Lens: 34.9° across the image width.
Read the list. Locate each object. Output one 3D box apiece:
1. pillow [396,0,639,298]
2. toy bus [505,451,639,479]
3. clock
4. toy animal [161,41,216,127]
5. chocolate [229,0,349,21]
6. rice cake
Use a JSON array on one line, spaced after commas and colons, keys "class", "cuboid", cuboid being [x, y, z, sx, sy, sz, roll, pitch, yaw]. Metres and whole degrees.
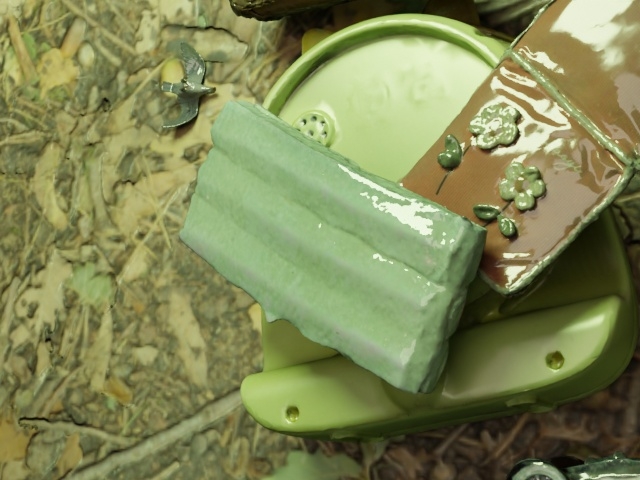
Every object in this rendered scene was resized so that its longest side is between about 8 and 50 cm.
[{"class": "pillow", "cuboid": [0.158, -0.082, 0.639, 0.232, 0.043, 0.126, -49, 63, 12]}, {"class": "toy bus", "cuboid": [0.092, 0.231, 0.701, 0.342, 0.097, 0.138, -15, 74, 24]}, {"class": "clock", "cuboid": [0.064, -0.034, 0.767, 0.286, 0.117, 0.348, -16, 71, 23]}, {"class": "toy animal", "cuboid": [-0.119, -0.142, 0.936, 0.050, 0.028, 0.084, 7, 82, 37]}, {"class": "chocolate", "cuboid": [0.057, -0.219, 0.786, 0.329, 0.065, 0.102, -1, 33, 47]}, {"class": "rice cake", "cuboid": [0.000, 0.000, 0.685, 0.237, 0.043, 0.127, 29, 105, 37]}]
